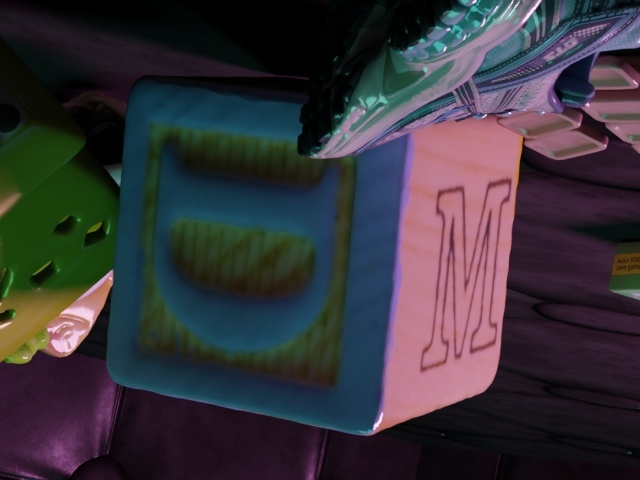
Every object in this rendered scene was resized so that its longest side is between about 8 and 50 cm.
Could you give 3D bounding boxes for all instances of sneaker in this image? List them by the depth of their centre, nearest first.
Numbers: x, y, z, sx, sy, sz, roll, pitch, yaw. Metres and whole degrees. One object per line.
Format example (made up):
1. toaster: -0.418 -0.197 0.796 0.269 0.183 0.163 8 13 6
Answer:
1. sneaker: 0.073 -0.090 0.985 0.122 0.110 0.283 16 167 -15
2. sneaker: -0.175 -0.073 1.521 0.258 0.094 0.091 20 135 44

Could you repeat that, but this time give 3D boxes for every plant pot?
1. plant pot: -0.265 -0.043 1.190 0.227 0.228 0.207 47 169 14

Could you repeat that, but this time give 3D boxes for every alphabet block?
1. alphabet block: 0.000 0.000 1.239 0.192 0.193 0.197 11 -171 25

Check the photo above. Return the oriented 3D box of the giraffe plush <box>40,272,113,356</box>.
1. giraffe plush: -0.257 -0.011 1.834 0.210 0.181 0.170 -24 -153 -37

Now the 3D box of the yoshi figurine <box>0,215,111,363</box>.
1. yoshi figurine: -0.260 0.046 1.617 0.362 0.203 0.203 -13 -148 -15

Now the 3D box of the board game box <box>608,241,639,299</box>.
1. board game box: 0.410 0.041 1.573 0.213 0.046 0.317 18 169 -28

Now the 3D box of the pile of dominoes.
1. pile of dominoes: 0.142 -0.111 1.112 0.196 0.040 0.251 3 159 44
